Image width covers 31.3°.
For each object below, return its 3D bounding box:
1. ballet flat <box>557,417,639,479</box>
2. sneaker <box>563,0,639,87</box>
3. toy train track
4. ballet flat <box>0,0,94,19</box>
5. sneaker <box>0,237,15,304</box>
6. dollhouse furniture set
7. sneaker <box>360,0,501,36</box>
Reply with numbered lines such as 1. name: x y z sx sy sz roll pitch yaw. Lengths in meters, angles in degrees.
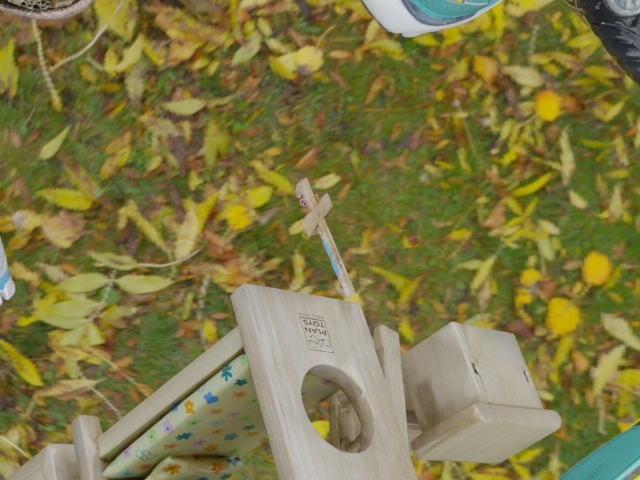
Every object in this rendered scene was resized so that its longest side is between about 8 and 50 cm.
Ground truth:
1. ballet flat: 0.295 0.170 0.943 0.231 0.077 0.077 -40 113 7
2. sneaker: 0.263 -0.233 0.941 0.145 0.147 0.384 -34 61 14
3. toy train track: 0.000 0.000 0.737 0.083 0.014 0.048 66 28 -16
4. ballet flat: -0.266 -0.199 0.684 0.316 0.106 0.107 3 120 -40
5. sneaker: -0.346 0.018 0.917 0.191 0.071 0.082 -9 111 -26
6. dollhouse furniture set: -0.014 0.116 0.462 0.161 0.182 0.101 13 49 -43
7. sneaker: 0.038 -0.261 0.744 0.275 0.110 0.107 48 49 -27
